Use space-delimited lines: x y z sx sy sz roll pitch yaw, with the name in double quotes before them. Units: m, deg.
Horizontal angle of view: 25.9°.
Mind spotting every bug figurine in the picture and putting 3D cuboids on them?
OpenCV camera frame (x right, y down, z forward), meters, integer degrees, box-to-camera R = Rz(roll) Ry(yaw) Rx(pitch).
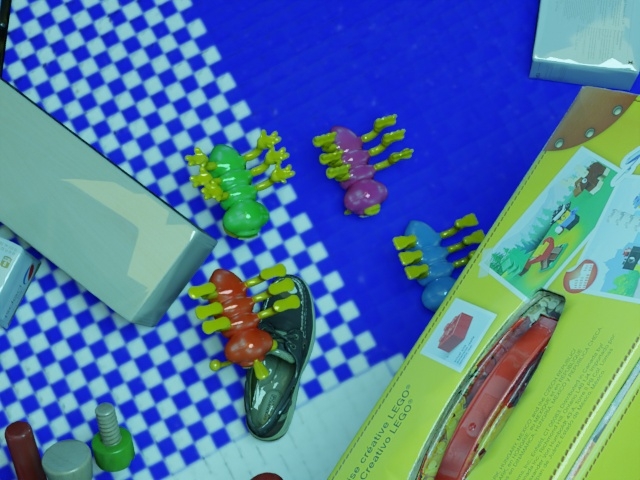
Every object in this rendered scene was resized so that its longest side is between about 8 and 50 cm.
"bug figurine" 0.000 0.000 1.224 0.279 0.072 0.216 -13 75 -22

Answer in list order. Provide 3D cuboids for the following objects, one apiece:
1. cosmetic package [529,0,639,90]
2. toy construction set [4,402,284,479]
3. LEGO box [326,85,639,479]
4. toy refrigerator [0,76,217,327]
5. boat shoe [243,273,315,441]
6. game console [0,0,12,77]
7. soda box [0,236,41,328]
"cosmetic package" 0.258 -0.265 1.299 0.098 0.060 0.239 8 78 7
"toy construction set" -0.143 0.304 1.132 0.257 0.237 0.309 -27 41 -26
"LEGO box" 0.220 0.204 1.029 0.500 0.372 0.193 -56 36 -9
"toy refrigerator" -0.233 -0.042 1.264 0.269 0.094 0.102 36 89 11
"boat shoe" -0.036 0.102 1.240 0.056 0.049 0.152 6 78 4
"game console" -0.367 -0.218 1.316 0.085 0.124 0.144 -3 75 30
"soda box" -0.371 0.002 1.272 0.216 0.069 0.074 24 80 9
